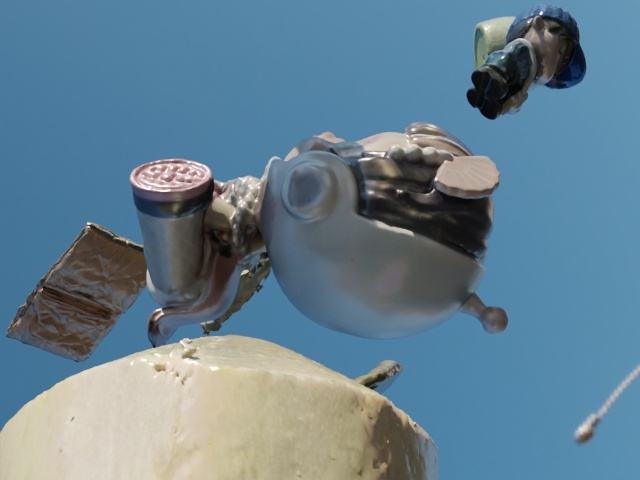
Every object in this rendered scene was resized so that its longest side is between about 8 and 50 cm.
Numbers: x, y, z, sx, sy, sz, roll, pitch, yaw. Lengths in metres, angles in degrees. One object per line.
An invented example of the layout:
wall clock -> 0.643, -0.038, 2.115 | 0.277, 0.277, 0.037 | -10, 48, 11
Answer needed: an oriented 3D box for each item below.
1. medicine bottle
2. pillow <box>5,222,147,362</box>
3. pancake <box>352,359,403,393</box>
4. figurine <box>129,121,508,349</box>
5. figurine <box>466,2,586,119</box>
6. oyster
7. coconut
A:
medicine bottle -> 0.366, -0.344, 1.974 | 0.143, 0.147, 0.147 | -8, -82, -3
pillow -> -0.315, 0.077, 1.413 | 0.126, 0.232, 0.043 | 28, -148, -25
pancake -> 0.011, 0.224, 1.350 | 0.236, 0.222, 0.042 | -31, -108, -37
figurine -> 0.001, -0.002, 1.074 | 0.253, 0.361, 0.211 | -56, -40, -78
figurine -> 0.200, -0.172, 1.044 | 0.149, 0.087, 0.086 | -35, -34, -31
oyster -> -0.130, 0.056, 1.689 | 0.209, 0.072, 0.133 | -54, -12, 8
coconut -> -0.050, 0.162, 0.553 | 0.239, 0.239, 0.244 | 32, -139, -41
